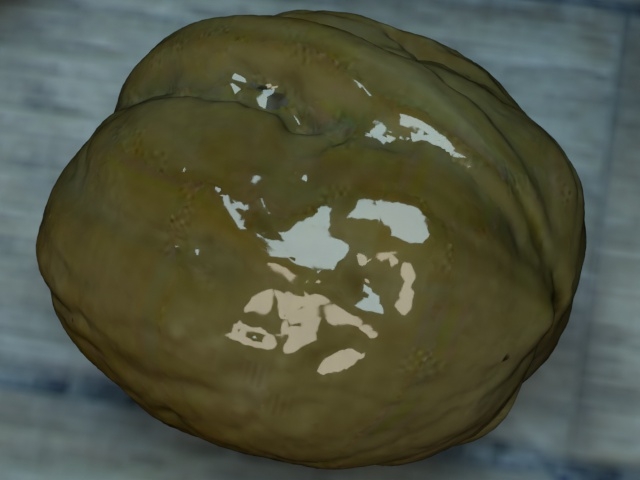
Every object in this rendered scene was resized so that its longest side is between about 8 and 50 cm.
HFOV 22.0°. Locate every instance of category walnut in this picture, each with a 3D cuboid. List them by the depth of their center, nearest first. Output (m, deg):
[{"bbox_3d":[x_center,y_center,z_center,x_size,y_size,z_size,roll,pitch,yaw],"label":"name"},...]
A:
[{"bbox_3d":[0.000,0.000,0.510,0.167,0.149,0.166,-3,35,2],"label":"walnut"}]
